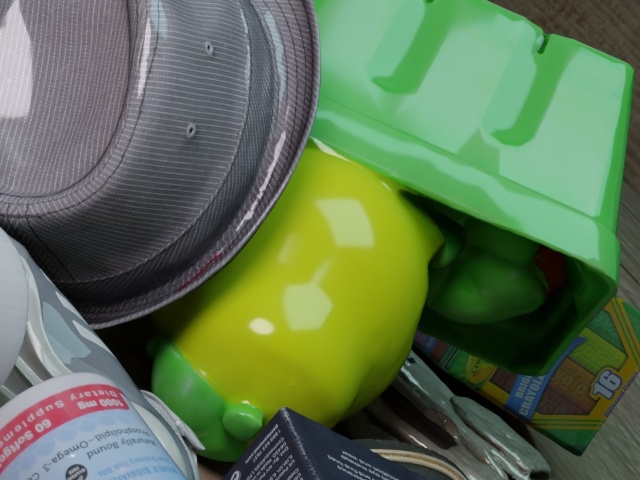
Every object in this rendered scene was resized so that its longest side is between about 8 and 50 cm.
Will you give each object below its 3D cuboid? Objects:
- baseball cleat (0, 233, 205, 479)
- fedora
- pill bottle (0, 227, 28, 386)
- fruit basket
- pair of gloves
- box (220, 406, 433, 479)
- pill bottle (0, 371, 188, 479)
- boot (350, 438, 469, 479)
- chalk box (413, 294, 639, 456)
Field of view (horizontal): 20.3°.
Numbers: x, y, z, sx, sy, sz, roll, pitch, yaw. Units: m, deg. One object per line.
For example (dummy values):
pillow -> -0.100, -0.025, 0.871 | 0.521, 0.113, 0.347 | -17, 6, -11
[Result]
baseball cleat -> -0.137, 0.073, 0.938 | 0.206, 0.072, 0.109 | 51, 4, 19
fedora -> -0.130, -0.093, 1.003 | 0.244, 0.275, 0.124 | 11, -18, 20
pill bottle -> -0.230, 0.016, 0.737 | 0.121, 0.121, 0.221 | 49, 18, 30
fruit basket -> 0.000, 0.000, 1.164 | 0.392, 0.392, 0.283 | 43, -19, 9
pair of gloves -> 0.096, 0.152, 1.297 | 0.204, 0.042, 0.240 | 38, 9, 10
box -> 0.030, 0.190, 0.926 | 0.156, 0.093, 0.158 | 31, 17, -33
pill bottle -> -0.086, 0.141, 0.793 | 0.160, 0.087, 0.087 | 49, 17, 30
boot -> 0.083, 0.206, 1.061 | 0.198, 0.077, 0.137 | 30, 23, -31
chalk box -> 0.151, 0.058, 1.483 | 0.213, 0.132, 0.132 | 32, 4, -28
